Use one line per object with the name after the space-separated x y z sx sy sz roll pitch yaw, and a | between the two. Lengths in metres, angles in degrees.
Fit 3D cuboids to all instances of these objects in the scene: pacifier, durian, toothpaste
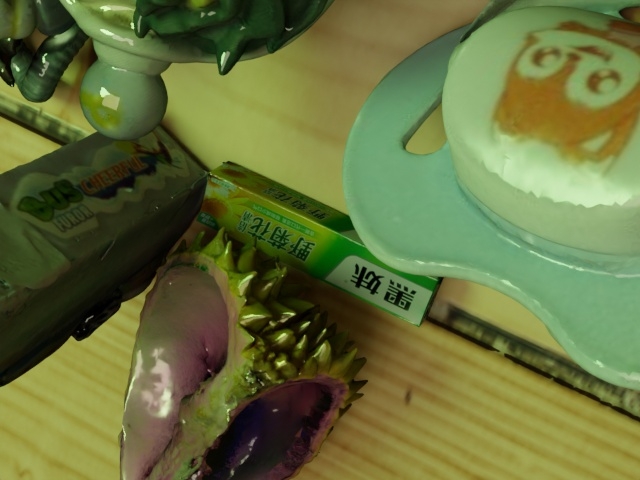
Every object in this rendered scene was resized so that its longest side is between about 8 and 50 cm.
0.168 -0.019 0.577 0.299 0.244 0.233 30 153 34 | pacifier
-0.072 0.097 0.723 0.260 0.154 0.186 -39 75 42 | durian
0.000 0.000 0.713 0.178 0.037 0.043 25 116 11 | toothpaste

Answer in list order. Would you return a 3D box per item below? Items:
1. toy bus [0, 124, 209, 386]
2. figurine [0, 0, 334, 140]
-0.182 0.013 0.630 0.112 0.317 0.138 43 115 -1 | toy bus
-0.127 -0.196 0.579 0.382 0.186 0.261 5 117 37 | figurine
